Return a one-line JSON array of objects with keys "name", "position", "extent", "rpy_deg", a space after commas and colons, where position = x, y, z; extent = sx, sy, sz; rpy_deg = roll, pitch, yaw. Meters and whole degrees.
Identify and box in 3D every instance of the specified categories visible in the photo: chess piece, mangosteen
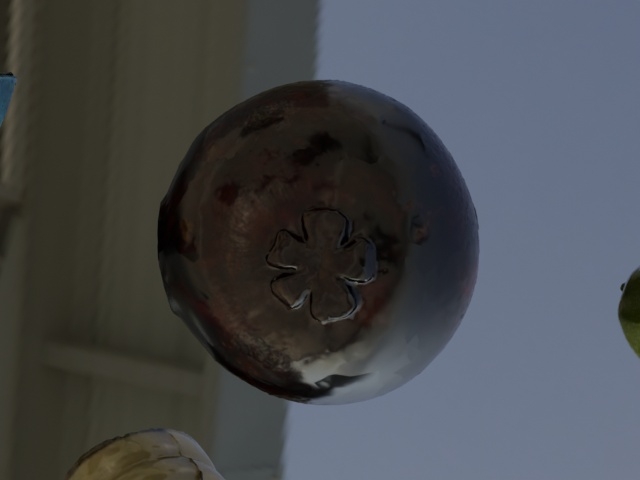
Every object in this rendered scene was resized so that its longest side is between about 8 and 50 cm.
[{"name": "chess piece", "position": [-0.047, 0.266, 1.258], "extent": [0.307, 0.124, 0.139], "rpy_deg": [46, -30, 35]}, {"name": "mangosteen", "position": [0.000, 0.000, 1.145], "extent": [0.210, 0.210, 0.210], "rpy_deg": [-17, -116, 39]}]

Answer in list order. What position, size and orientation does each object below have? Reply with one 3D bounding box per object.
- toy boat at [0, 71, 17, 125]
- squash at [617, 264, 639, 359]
[{"name": "toy boat", "position": [-0.291, -0.038, 1.224], "extent": [0.061, 0.299, 0.096], "rpy_deg": [12, -52, 19]}, {"name": "squash", "position": [0.172, 0.023, 0.790], "extent": [0.258, 0.069, 0.069], "rpy_deg": [104, -14, -78]}]
